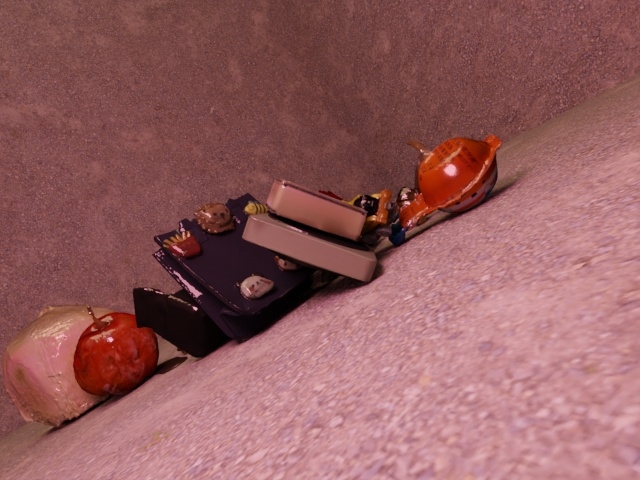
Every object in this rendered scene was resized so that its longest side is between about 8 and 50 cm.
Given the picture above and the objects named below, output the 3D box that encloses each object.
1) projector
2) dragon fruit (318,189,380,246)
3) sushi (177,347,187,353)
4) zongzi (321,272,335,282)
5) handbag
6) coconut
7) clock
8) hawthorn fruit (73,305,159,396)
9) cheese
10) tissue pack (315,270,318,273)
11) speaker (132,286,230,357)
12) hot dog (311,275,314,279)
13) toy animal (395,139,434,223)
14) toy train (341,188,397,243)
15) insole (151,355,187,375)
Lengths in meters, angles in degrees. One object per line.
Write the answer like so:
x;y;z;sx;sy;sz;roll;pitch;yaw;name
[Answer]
-0.014;0.013;0.892;0.257;0.258;0.079;-46;-25;-82;projector
0.007;0.007;1.218;0.286;0.228;0.329;-50;-8;7;dragon fruit
-0.401;0.263;1.386;0.166;0.179;0.296;-4;3;-33;sushi
0.015;0.087;1.105;0.113;0.052;0.104;-47;3;-33;zongzi
-0.190;0.037;1.008;0.303;0.329;0.122;-34;-20;-46;handbag
-0.838;0.387;1.402;0.404;0.405;0.404;-30;2;1;coconut
-0.012;-0.068;0.890;0.147;0.191;0.071;-138;68;-74;clock
-0.603;0.301;1.207;0.241;0.272;0.242;-10;20;4;hawthorn fruit
0.278;-0.120;0.972;0.329;0.129;0.217;-44;16;20;cheese
0.000;0.090;1.458;0.108;0.023;0.056;-32;3;-42;tissue pack
-0.268;0.136;1.112;0.388;0.184;0.180;-31;-37;-46;speaker
-0.102;0.118;1.280;0.192;0.099;0.053;-24;35;35;hot dog
0.298;-0.148;1.139;0.168;0.234;0.121;11;25;11;toy animal
0.106;-0.059;1.022;0.219;0.127;0.089;143;142;-66;toy train
-0.479;0.387;1.284;0.111;0.007;0.327;-33;3;-38;insole
